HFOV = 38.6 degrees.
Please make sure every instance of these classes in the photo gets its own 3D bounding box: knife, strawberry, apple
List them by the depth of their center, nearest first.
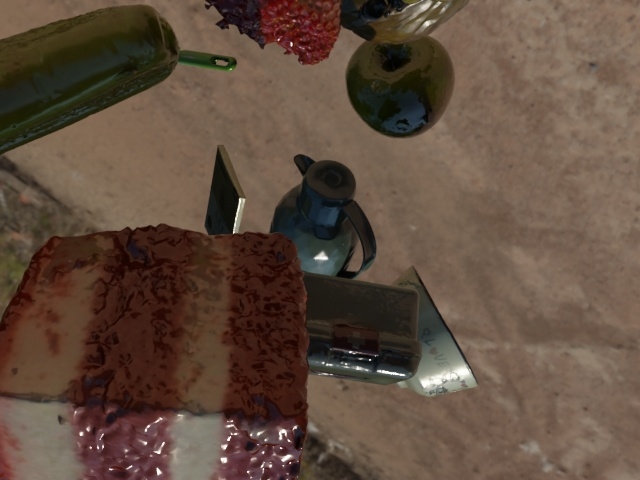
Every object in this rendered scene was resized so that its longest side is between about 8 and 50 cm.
[{"bbox_3d":[-0.049,-0.307,1.018,0.107,0.175,0.236,-25,161,38],"label":"strawberry"},{"bbox_3d":[-0.212,-0.282,1.452,0.212,0.054,0.015,15,168,38],"label":"knife"},{"bbox_3d":[0.137,-0.267,1.574,0.197,0.196,0.157,20,154,20],"label":"apple"}]

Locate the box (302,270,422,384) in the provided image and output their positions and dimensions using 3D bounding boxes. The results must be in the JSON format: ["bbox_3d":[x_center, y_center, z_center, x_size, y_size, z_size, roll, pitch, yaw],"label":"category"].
[{"bbox_3d":[0.032,0.125,1.286,0.210,0.129,0.148,10,164,-12],"label":"box"}]

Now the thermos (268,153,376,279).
[{"bbox_3d":[0.000,0.000,1.430,0.182,0.145,0.286,46,150,17],"label":"thermos"}]

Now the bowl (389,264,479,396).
[{"bbox_3d":[0.166,0.172,1.590,0.237,0.126,0.238,62,-175,-10],"label":"bowl"}]

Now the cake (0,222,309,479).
[{"bbox_3d":[-0.178,0.155,0.992,0.320,0.270,0.269,5,133,-6],"label":"cake"}]

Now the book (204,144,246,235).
[{"bbox_3d":[-0.169,-0.049,1.598,0.016,0.138,0.198,-7,138,-22],"label":"book"}]

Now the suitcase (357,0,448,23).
[{"bbox_3d":[0.112,-0.284,0.714,0.143,0.235,0.194,45,174,-7],"label":"suitcase"}]

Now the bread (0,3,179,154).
[{"bbox_3d":[-0.349,-0.178,1.058,0.112,0.384,0.166,65,170,-2],"label":"bread"}]

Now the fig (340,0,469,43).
[{"bbox_3d":[0.159,-0.394,1.231,0.369,0.286,0.286,26,159,41],"label":"fig"}]
